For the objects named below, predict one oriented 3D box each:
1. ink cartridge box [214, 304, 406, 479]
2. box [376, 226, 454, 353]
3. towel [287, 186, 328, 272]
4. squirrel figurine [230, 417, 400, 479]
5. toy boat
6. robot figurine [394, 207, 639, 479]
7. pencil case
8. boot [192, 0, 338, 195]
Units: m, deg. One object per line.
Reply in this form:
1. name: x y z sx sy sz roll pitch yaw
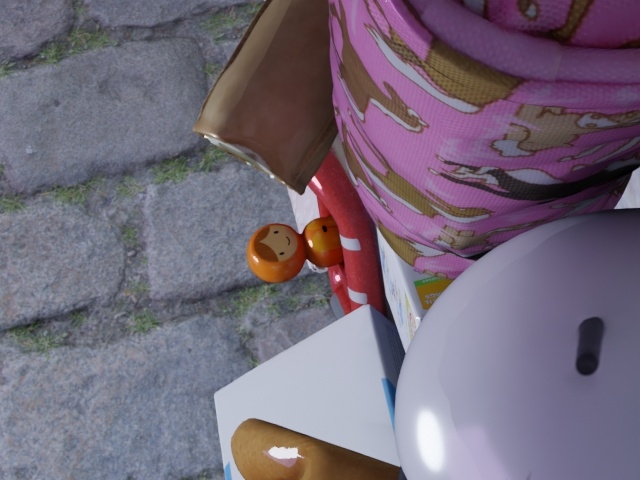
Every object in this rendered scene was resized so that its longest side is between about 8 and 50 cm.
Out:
1. ink cartridge box: 0.061 0.240 1.434 0.270 0.197 0.198 41 -154 -41
2. box: 0.118 0.044 1.175 0.203 0.114 0.103 -104 4 -61
3. towel: 0.028 -0.178 1.835 0.332 0.053 0.317 -103 32 -49
4. squirrel figurine: 0.067 0.368 1.069 0.397 0.281 0.370 5 74 61
5. toy boat: 0.000 0.000 1.442 0.151 0.151 0.231 -117 15 -60
6. robot figurine: 0.121 0.124 0.510 0.209 0.173 0.278 -135 31 -61
7. pencil case: 0.081 -0.087 0.552 0.386 0.167 0.160 87 163 -80
8. boot: 0.025 -0.158 0.741 0.269 0.089 0.236 -58 -14 0
